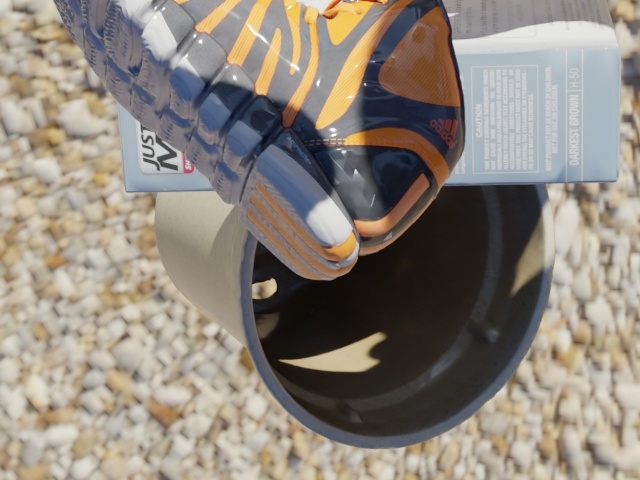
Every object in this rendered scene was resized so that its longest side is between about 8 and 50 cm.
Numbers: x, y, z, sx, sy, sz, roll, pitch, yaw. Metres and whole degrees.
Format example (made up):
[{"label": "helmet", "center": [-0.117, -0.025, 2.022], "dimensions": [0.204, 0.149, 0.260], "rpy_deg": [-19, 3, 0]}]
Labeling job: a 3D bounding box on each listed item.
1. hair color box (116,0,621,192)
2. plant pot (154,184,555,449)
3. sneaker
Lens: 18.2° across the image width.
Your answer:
[{"label": "hair color box", "center": [0.040, -0.121, 1.563], "dimensions": [0.374, 0.185, 0.114], "rpy_deg": [-1, 110, 4]}, {"label": "plant pot", "center": [0.000, 0.000, 1.914], "dimensions": [0.334, 0.305, 0.334], "rpy_deg": [-7, 104, -30]}, {"label": "sneaker", "center": [-0.036, -0.136, 1.305], "dimensions": [0.180, 0.124, 0.321], "rpy_deg": [-39, 84, -22]}]
